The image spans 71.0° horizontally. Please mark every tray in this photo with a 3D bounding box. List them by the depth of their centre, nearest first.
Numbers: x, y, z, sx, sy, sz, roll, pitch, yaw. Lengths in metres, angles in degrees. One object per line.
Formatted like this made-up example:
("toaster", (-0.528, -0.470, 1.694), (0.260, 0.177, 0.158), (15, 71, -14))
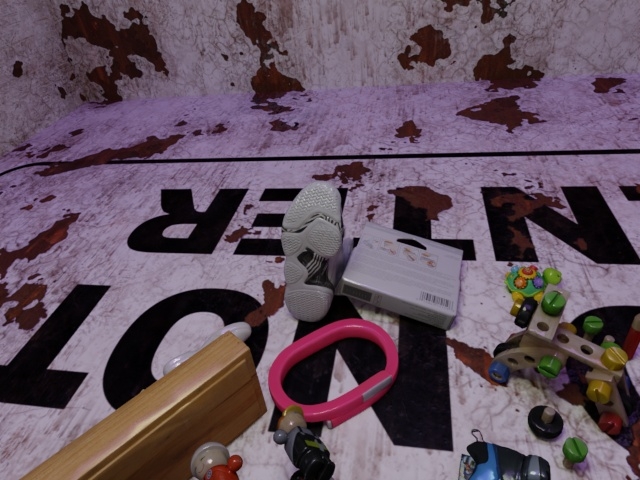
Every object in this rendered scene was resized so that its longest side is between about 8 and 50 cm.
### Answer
("tray", (-0.283, 0.356, 0.771), (0.410, 0.203, 0.076), (-33, 45, -30))

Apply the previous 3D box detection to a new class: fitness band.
("fitness band", (0.031, 0.274, 0.956), (0.290, 0.054, 0.209), (-23, 37, -21))

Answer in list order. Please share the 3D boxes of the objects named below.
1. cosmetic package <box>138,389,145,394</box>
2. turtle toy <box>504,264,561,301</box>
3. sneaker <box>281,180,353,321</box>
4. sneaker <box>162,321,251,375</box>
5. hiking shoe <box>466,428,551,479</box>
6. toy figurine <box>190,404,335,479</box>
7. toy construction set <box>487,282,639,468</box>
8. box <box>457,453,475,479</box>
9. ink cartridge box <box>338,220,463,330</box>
("cosmetic package", (-0.332, 0.354, 0.920), (0.114, 0.041, 0.060), (8, 40, 21))
("turtle toy", (0.512, 0.096, 1.086), (0.130, 0.066, 0.095), (-2, 37, 7))
("sneaker", (0.000, 0.000, 1.076), (0.137, 0.366, 0.210), (13, 33, 11))
("sneaker", (-0.235, 0.270, 1.001), (0.212, 0.080, 0.094), (-32, 54, -18))
("hiking shoe", (0.229, 0.440, 0.645), (0.132, 0.113, 0.304), (10, 48, 40))
("toy figurine", (-0.080, 0.389, 0.693), (0.209, 0.213, 0.148), (-21, 22, -22))
("toy construction set", (0.484, 0.187, 0.827), (0.308, 0.238, 0.257), (-21, 39, -18))
("box", (0.294, 0.416, 0.733), (0.136, 0.027, 0.094), (7, 40, 19))
("ink cartridge box", (0.208, 0.077, 1.122), (0.274, 0.060, 0.239), (18, 41, 9))
